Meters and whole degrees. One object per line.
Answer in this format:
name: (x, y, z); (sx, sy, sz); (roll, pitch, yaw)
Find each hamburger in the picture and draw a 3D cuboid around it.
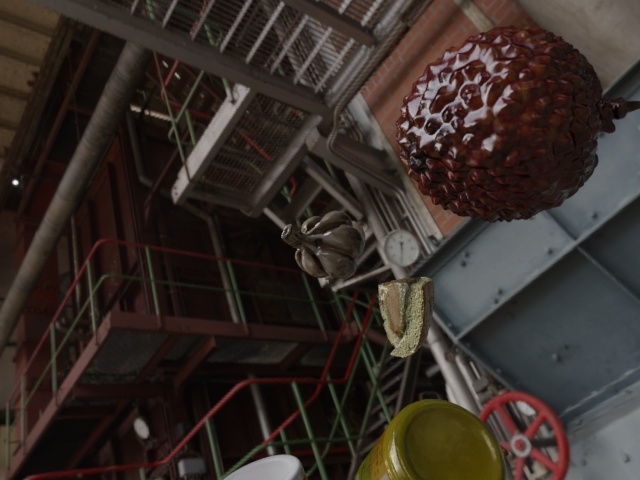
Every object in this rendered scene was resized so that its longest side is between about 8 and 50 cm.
hamburger: (0.250, 0.200, 1.524); (0.135, 0.208, 0.155); (-10, -5, 39)

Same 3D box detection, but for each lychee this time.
lychee: (0.410, -0.247, 1.231); (0.499, 0.425, 0.424); (-9, -30, 24)

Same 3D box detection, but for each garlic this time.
garlic: (0.000, 0.000, 1.060); (0.127, 0.131, 0.194); (-9, -27, 34)

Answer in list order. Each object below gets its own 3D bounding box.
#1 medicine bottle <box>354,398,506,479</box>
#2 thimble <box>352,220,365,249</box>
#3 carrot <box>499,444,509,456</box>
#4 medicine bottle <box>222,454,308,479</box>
medicine bottle: (0.179, 0.494, 1.115); (0.224, 0.224, 0.384); (-4, -43, -23)
thimble: (0.059, 0.002, 1.489); (0.115, 0.090, 0.102); (0, -73, 5)
carrot: (0.316, 0.451, 1.327); (0.247, 0.043, 0.043); (7, -14, 42)
medicine bottle: (-0.027, 0.464, 0.738); (0.130, 0.341, 0.130); (-20, 2, 1)
